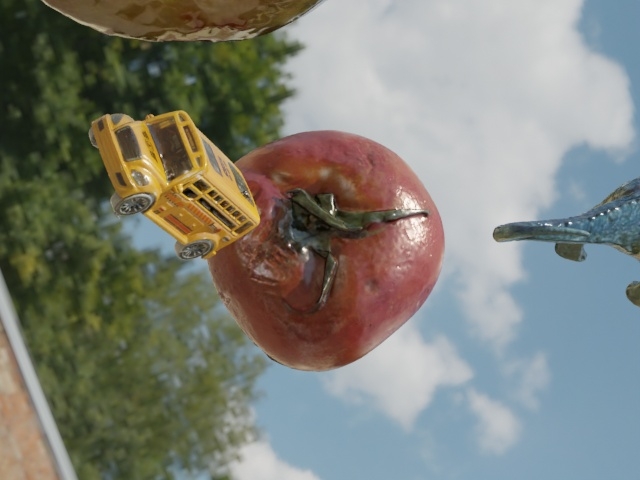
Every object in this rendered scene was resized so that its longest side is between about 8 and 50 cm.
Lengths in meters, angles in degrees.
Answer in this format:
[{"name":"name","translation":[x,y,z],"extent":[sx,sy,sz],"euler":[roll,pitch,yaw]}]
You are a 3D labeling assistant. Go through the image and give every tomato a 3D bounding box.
[{"name":"tomato","translation":[-0.001,0.001,1.298],"extent":[0.101,0.228,0.228],"euler":[91,-26,-79]}]

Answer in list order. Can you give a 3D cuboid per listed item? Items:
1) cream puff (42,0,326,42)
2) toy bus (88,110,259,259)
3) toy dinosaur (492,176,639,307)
[{"name":"cream puff","translation":[-0.065,-0.207,0.720],"extent":[0.164,0.240,0.240],"euler":[-110,-165,-44]},{"name":"toy bus","translation":[-0.106,-0.045,1.067],"extent":[0.069,0.074,0.162],"euler":[67,10,24]},{"name":"toy dinosaur","translation":[0.257,-0.015,1.080],"extent":[0.076,0.363,0.147],"euler":[61,-33,27]}]
